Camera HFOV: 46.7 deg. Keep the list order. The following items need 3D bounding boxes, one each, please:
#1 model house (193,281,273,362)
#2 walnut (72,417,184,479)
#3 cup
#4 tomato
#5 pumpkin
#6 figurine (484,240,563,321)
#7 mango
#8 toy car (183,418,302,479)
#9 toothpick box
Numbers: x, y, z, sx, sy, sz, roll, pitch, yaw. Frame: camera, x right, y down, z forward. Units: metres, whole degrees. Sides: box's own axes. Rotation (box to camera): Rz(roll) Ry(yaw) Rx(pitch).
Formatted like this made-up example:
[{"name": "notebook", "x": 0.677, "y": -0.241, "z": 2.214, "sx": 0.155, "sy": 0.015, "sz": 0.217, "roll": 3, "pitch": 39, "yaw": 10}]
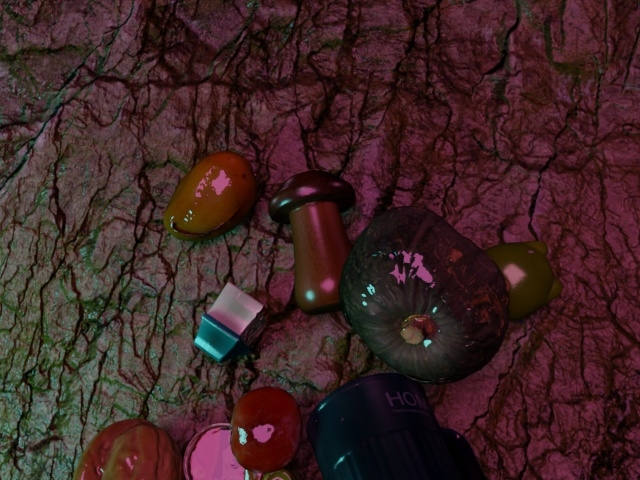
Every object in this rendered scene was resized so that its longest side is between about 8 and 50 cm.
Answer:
[{"name": "model house", "x": -0.187, "y": 0.184, "z": 1.561, "sx": 0.100, "sy": 0.127, "sz": 0.149, "roll": 34, "pitch": 77, "yaw": 17}, {"name": "walnut", "x": -0.379, "y": 0.475, "z": 1.448, "sx": 0.224, "sy": 0.257, "sz": 0.257, "roll": -17, "pitch": 66, "yaw": 37}, {"name": "cup", "x": 0.145, "y": 0.441, "z": 1.335, "sx": 0.242, "sy": 0.308, "sz": 0.292, "roll": -36, "pitch": 40, "yaw": 11}, {"name": "tomato", "x": -0.103, "y": 0.343, "z": 1.358, "sx": 0.138, "sy": 0.091, "sz": 0.159, "roll": 4, "pitch": 71, "yaw": 3}, {"name": "pumpkin", "x": 0.194, "y": 0.102, "z": 1.363, "sx": 0.327, "sy": 0.292, "sz": 0.257, "roll": 30, "pitch": 34, "yaw": 7}, {"name": "figurine", "x": 0.350, "y": 0.097, "z": 1.509, "sx": 0.263, "sy": 0.143, "sz": 0.162, "roll": -21, "pitch": 76, "yaw": 14}, {"name": "mango", "x": -0.246, "y": -0.093, "z": 1.658, "sx": 0.236, "sy": 0.136, "sz": 0.166, "roll": -35, "pitch": 73, "yaw": 2}, {"name": "toy car", "x": -0.157, "y": 0.442, "z": 1.456, "sx": 0.234, "sy": 0.145, "sz": 0.235, "roll": -1, "pitch": 72, "yaw": 5}, {"name": "toothpick box", "x": 0.000, "y": 0.000, "z": 1.568, "sx": 0.192, "sy": 0.192, "sz": 0.295, "roll": -14, "pitch": 77, "yaw": 4}]
